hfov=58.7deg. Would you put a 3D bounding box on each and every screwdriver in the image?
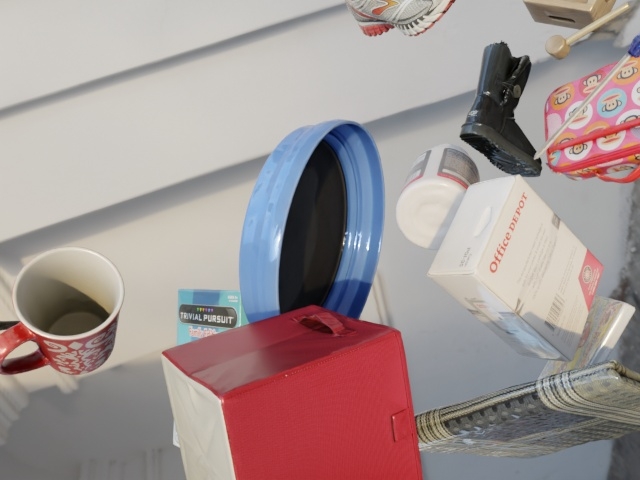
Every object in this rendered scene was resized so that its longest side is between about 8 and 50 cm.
[{"bbox_3d":[0.208,-0.116,0.396,0.025,0.024,0.169,49,132,24],"label":"screwdriver"}]

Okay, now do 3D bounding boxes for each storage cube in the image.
[{"bbox_3d":[-0.032,0.194,0.592,0.184,0.193,0.214,6,106,59],"label":"storage cube"}]

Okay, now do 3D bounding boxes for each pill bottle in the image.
[{"bbox_3d":[0.292,-0.124,1.373,0.318,0.176,0.176,-59,-42,-57],"label":"pill bottle"}]

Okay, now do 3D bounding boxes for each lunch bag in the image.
[{"bbox_3d":[0.637,-0.244,1.227,0.293,0.120,0.258,-16,63,51],"label":"lunch bag"}]

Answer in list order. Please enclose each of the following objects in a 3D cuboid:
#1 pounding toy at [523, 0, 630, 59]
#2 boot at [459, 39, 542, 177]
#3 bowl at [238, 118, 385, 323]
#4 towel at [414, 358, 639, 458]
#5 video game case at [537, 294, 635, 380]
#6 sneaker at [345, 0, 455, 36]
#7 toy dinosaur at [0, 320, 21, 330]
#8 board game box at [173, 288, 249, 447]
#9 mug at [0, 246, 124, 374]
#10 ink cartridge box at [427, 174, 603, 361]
[{"bbox_3d":[0.457,-0.405,0.994,0.181,0.206,0.094,29,-172,37],"label":"pounding toy"},{"bbox_3d":[0.395,-0.261,1.160,0.094,0.247,0.207,10,79,54],"label":"boot"},{"bbox_3d":[0.000,0.000,0.921,0.391,0.077,0.390,-35,-50,-56],"label":"bowl"},{"bbox_3d":[0.303,0.226,0.742,0.324,0.312,0.056,21,-130,-37],"label":"towel"},{"bbox_3d":[0.485,0.208,1.067,0.026,0.226,0.206,29,-176,8],"label":"video game case"},{"bbox_3d":[0.097,-0.324,0.741,0.093,0.088,0.225,39,169,-33],"label":"sneaker"},{"bbox_3d":[-0.413,0.071,0.555,0.314,0.121,0.160,10,-87,-55],"label":"toy dinosaur"},{"bbox_3d":[-0.205,0.267,1.159,0.254,0.079,0.335,-5,83,49],"label":"board game box"},{"bbox_3d":[-0.316,0.098,0.687,0.169,0.150,0.113,121,134,-56],"label":"mug"},{"bbox_3d":[0.350,0.051,1.002,0.283,0.207,0.117,39,158,-23],"label":"ink cartridge box"}]
